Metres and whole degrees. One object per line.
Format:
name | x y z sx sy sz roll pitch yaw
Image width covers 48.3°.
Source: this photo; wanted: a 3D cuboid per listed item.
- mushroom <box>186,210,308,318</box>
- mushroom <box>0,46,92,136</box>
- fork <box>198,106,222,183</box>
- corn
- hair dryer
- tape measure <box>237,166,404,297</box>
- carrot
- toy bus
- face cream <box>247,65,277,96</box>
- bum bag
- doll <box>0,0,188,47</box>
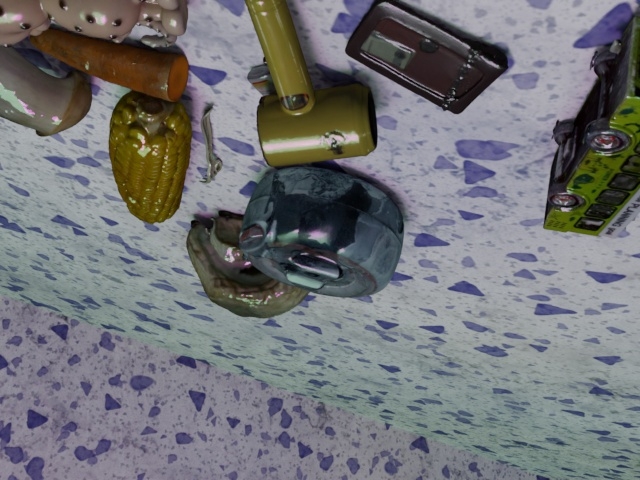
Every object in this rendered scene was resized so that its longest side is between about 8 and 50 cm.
mushroom | -0.137 0.064 1.356 0.267 0.164 0.189 13 156 4
mushroom | -0.448 -0.234 0.909 0.329 0.122 0.159 30 179 -35
fork | -0.165 -0.140 1.081 0.028 0.034 0.219 41 157 8
corn | -0.256 -0.114 1.077 0.121 0.120 0.363 18 158 -6
hair dryer | -0.024 -0.194 0.797 0.135 0.090 0.278 -4 143 14
tape measure | 0.000 0.000 1.147 0.256 0.147 0.275 16 158 -4
carrot | -0.276 -0.232 0.909 0.210 0.061 0.061 17 158 6
toy bus | 0.331 -0.101 0.764 0.139 0.113 0.301 12 160 6
face cream | -0.056 -0.188 0.906 0.040 0.021 0.083 -4 151 35
bum bag | 0.113 -0.201 0.778 0.159 0.026 0.109 26 155 -11
doll | -0.283 -0.267 0.770 0.278 0.119 0.154 8 159 -8
